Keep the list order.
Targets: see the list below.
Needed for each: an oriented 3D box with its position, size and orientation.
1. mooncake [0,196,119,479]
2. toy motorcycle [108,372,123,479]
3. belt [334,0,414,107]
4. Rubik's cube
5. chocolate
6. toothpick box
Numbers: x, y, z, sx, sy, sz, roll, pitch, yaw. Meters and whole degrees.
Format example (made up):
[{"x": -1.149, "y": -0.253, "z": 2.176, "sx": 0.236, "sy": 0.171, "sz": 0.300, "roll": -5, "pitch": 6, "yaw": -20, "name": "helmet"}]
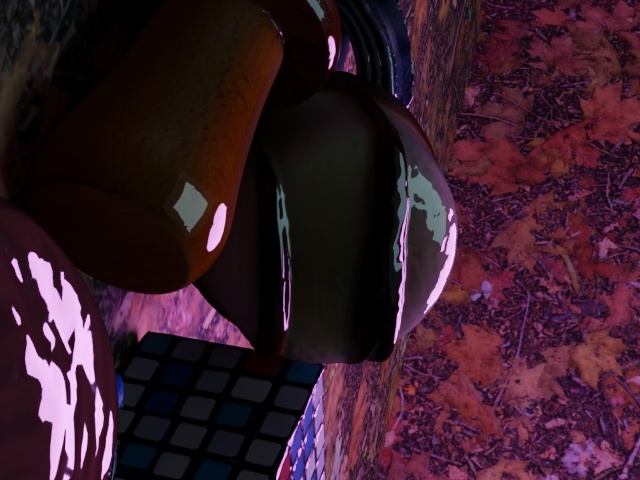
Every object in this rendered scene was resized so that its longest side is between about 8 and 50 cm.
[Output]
[{"x": -0.220, "y": 0.117, "z": 0.646, "sx": 0.326, "sy": 0.174, "sz": 0.334, "roll": -54, "pitch": 150, "yaw": -60, "name": "mooncake"}, {"x": -0.205, "y": 0.177, "z": 0.924, "sx": 0.254, "sy": 0.092, "sz": 0.136, "roll": -46, "pitch": 141, "yaw": -66, "name": "toy motorcycle"}, {"x": -0.018, "y": -0.150, "z": 1.285, "sx": 0.116, "sy": 0.206, "sz": 0.268, "roll": -49, "pitch": 147, "yaw": -64, "name": "belt"}, {"x": -0.103, "y": 0.217, "z": 1.187, "sx": 0.184, "sy": 0.187, "sz": 0.182, "roll": -64, "pitch": 159, "yaw": -48, "name": "Rubik's cube"}, {"x": 0.000, "y": 0.000, "z": 1.166, "sx": 0.186, "sy": 0.283, "sz": 0.284, "roll": -116, "pitch": -158, "yaw": -56, "name": "chocolate"}, {"x": -0.104, "y": -0.112, "z": 1.002, "sx": 0.192, "sy": 0.192, "sz": 0.294, "roll": 80, "pitch": 28, "yaw": -54, "name": "toothpick box"}]
